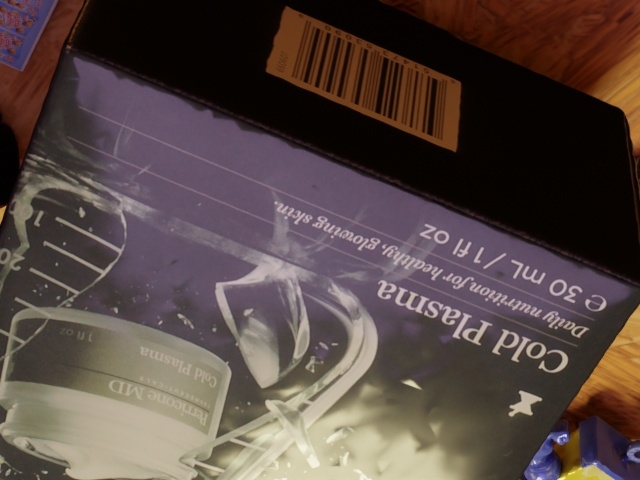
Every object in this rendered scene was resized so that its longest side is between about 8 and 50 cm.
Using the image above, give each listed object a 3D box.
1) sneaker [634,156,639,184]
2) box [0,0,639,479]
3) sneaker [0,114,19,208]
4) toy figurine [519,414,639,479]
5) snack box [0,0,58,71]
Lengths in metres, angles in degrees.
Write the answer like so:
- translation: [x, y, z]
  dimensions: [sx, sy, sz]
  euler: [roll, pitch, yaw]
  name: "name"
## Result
- translation: [0.344, -0.053, 1.434]
  dimensions: [0.135, 0.052, 0.058]
  euler: [-14, 137, 22]
  name: "sneaker"
- translation: [-0.041, 0.046, 1.326]
  dimensions: [0.480, 0.297, 0.471]
  euler: [22, 124, -8]
  name: "box"
- translation: [-0.415, -0.131, 1.413]
  dimensions: [0.136, 0.116, 0.314]
  euler: [-11, 134, 21]
  name: "sneaker"
- translation: [0.318, 0.309, 1.730]
  dimensions: [0.362, 0.191, 0.217]
  euler: [36, 125, -28]
  name: "toy figurine"
- translation: [-0.267, -0.227, 1.356]
  dimensions: [0.064, 0.022, 0.178]
  euler: [23, 135, -17]
  name: "snack box"
